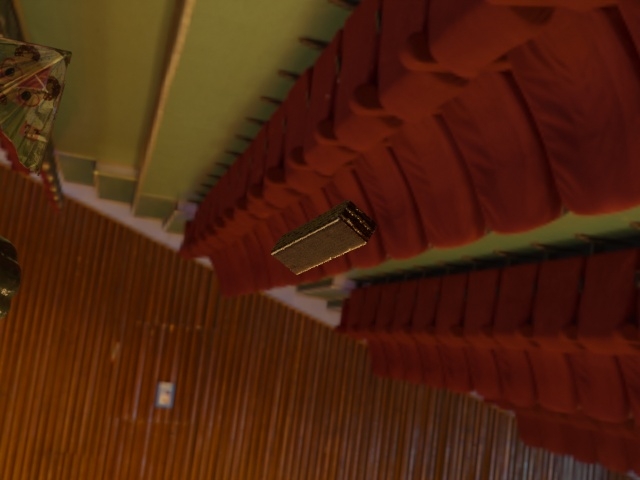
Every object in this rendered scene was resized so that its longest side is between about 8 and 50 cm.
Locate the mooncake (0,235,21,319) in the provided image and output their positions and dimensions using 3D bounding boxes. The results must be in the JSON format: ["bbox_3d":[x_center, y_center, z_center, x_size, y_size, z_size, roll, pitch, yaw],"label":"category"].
[{"bbox_3d":[-0.611,0.067,1.455,0.168,0.175,0.104,36,177,23],"label":"mooncake"}]

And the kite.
[{"bbox_3d":[-0.568,-0.273,1.505,0.268,0.323,0.013,-30,-178,-3],"label":"kite"}]

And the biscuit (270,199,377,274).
[{"bbox_3d":[0.000,0.000,2.213,0.107,0.073,0.388,41,149,-15],"label":"biscuit"}]
